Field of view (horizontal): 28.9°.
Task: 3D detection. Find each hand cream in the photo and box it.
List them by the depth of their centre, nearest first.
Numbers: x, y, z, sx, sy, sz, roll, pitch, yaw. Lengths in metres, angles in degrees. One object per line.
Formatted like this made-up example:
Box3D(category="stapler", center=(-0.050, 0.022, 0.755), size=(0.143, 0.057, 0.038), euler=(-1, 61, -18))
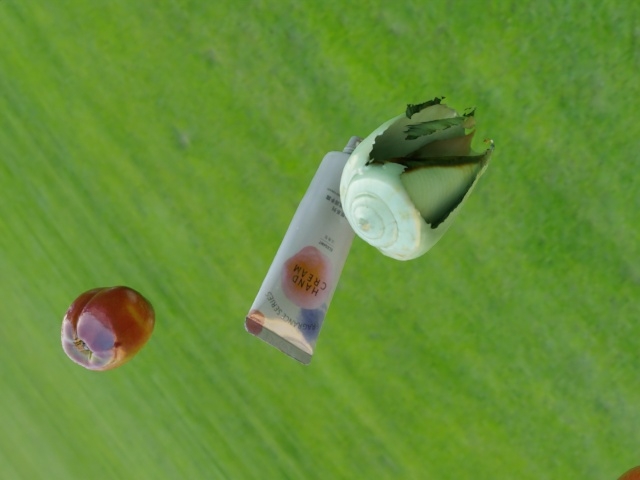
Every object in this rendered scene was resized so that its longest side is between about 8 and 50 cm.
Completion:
Box3D(category="hand cream", center=(0.000, 0.000, 1.763), size=(0.124, 0.340, 0.078), euler=(34, 156, -30))

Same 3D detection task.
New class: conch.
Box3D(category="conch", center=(0.117, -0.087, 1.420), size=(0.143, 0.250, 0.137), euler=(47, 155, -11))

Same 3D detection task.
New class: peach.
Box3D(category="peach", center=(-0.237, 0.096, 1.396), size=(0.101, 0.101, 0.100), euler=(43, 157, 24))

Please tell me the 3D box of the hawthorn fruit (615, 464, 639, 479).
Box3D(category="hawthorn fruit", center=(0.494, 0.409, 1.720), size=(0.225, 0.196, 0.196), euler=(-5, 120, 56))
